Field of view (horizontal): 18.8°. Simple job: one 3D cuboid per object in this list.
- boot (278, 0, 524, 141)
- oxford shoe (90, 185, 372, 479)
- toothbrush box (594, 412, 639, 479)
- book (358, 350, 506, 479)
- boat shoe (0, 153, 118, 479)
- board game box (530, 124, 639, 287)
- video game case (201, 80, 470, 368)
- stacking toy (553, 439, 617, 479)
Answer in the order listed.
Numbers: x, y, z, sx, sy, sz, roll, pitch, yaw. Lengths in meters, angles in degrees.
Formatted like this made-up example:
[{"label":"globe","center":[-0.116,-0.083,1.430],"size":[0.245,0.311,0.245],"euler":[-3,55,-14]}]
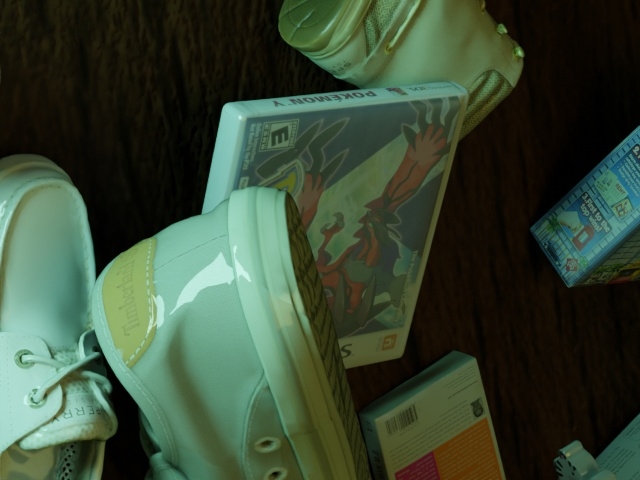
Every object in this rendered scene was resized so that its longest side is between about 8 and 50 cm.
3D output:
[{"label":"boot","center":[0.082,-0.175,1.249],"size":[0.165,0.077,0.213],"euler":[38,80,-41]},{"label":"oxford shoe","center":[-0.037,0.139,1.170],"size":[0.130,0.169,0.449],"euler":[-13,139,3]},{"label":"toothbrush box","center":[0.321,0.279,1.556],"size":[0.216,0.126,0.295],"euler":[-39,126,-29]},{"label":"book","center":[0.083,0.164,1.373],"size":[0.096,0.035,0.144],"euler":[-29,119,-30]},{"label":"boat shoe","center":[-0.155,0.092,1.090],"size":[0.098,0.096,0.277],"euler":[-7,105,-41]},{"label":"board game box","center":[0.282,-0.054,1.404],"size":[0.194,0.060,0.194],"euler":[-5,144,-41]},{"label":"video game case","center":[0.000,0.000,1.215],"size":[0.183,0.023,0.201],"euler":[-9,123,-37]},{"label":"stacking toy","center":[0.132,0.261,1.403],"size":[0.167,0.052,0.221],"euler":[-27,137,-24]}]
